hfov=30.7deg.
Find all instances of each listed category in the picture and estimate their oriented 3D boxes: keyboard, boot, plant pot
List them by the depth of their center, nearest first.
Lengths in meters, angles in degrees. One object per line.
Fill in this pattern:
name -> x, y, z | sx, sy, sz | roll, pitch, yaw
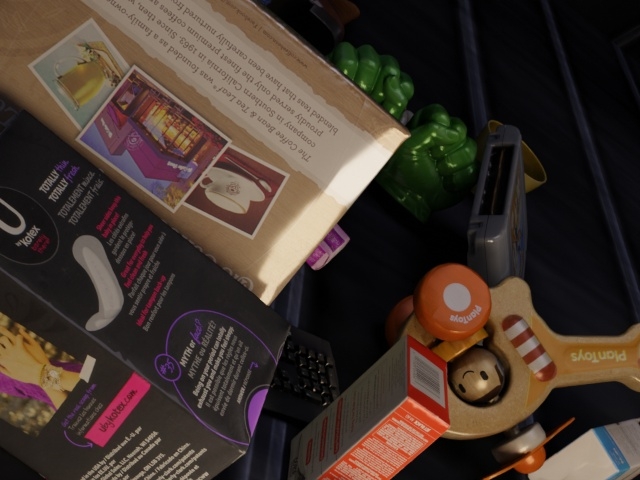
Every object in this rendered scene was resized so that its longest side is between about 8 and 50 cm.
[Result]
keyboard -> -0.107, 0.064, 1.120 | 0.317, 0.033, 0.201 | 27, 32, -37
boot -> -0.042, -0.428, 1.856 | 0.264, 0.096, 0.280 | 41, 25, -10
plant pot -> 0.288, -0.115, 1.903 | 0.134, 0.095, 0.134 | 36, 27, -21

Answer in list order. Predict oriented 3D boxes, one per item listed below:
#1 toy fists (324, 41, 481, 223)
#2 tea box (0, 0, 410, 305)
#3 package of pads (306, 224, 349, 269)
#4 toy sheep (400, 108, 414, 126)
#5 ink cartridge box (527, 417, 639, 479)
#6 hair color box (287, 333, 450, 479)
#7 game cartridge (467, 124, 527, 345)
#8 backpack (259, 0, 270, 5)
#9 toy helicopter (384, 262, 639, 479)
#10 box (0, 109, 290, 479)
toy fists -> 0.103, -0.153, 1.598 | 0.279, 0.142, 0.096 | 41, 8, -10
tea box -> -0.135, -0.140, 1.052 | 0.329, 0.220, 0.323 | 37, 8, -17
package of pads -> 0.000, 0.000, 1.371 | 0.050, 0.032, 0.083 | 46, 25, 2
toy sheep -> 0.109, -0.155, 1.700 | 0.132, 0.091, 0.091 | 45, 24, -25
ink cartridge box -> 0.341, 0.272, 1.413 | 0.180, 0.104, 0.060 | 4, 49, -54
hair color box -> 0.040, 0.171, 1.026 | 0.053, 0.167, 0.093 | 37, 27, -17
game cartridge -> 0.245, -0.003, 1.584 | 0.297, 0.062, 0.198 | -69, 150, -53
backpack -> -0.169, -0.459, 1.565 | 0.355, 0.273, 0.290 | 68, 11, 13
toy helicopter -> 0.251, 0.154, 1.308 | 0.355, 0.140, 0.235 | -1, 69, -15
box -> -0.180, 0.064, 0.867 | 0.270, 0.143, 0.165 | 40, 31, -13
